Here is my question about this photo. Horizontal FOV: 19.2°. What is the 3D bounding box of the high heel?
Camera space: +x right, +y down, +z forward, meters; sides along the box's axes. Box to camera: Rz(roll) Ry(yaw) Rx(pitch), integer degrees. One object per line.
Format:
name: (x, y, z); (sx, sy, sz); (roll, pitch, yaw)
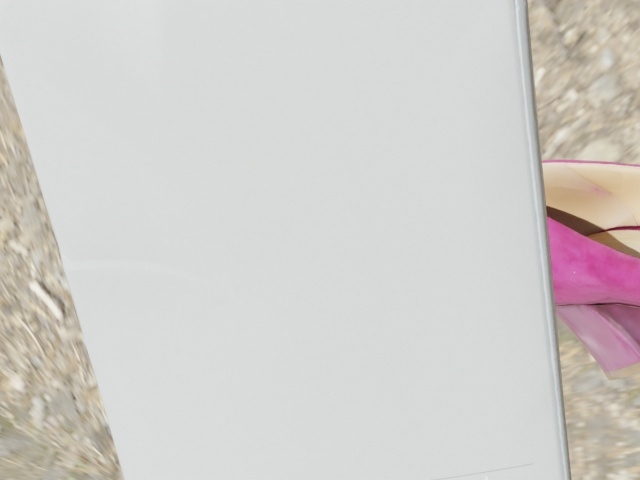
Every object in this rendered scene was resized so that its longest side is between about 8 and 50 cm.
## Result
high heel: (0.243, -0.026, 1.267); (0.181, 0.377, 0.127); (51, 53, -2)

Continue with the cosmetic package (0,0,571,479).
cosmetic package: (0.000, 0.000, 0.517); (0.127, 0.107, 0.238); (-5, 125, 4)
